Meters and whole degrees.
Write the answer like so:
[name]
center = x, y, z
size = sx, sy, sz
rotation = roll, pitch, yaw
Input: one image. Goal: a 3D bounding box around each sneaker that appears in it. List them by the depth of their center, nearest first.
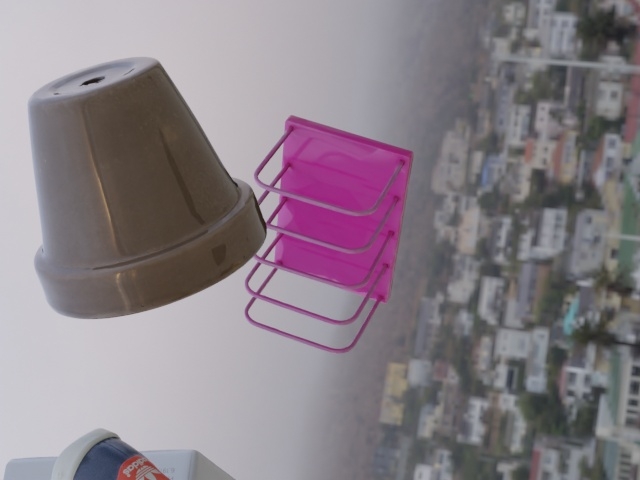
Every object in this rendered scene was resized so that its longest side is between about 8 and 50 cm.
[sneaker]
center = -0.238, 0.398, 1.362
size = 0.131, 0.148, 0.350
rotation = -34, -43, -48

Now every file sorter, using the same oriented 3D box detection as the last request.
[file sorter]
center = 0.000, 0.000, 1.745
size = 0.182, 0.202, 0.290
rotation = -56, -22, -48

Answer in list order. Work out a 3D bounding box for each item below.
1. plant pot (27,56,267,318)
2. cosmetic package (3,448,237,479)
[plant pot]
center = -0.211, -0.073, 1.269
size = 0.263, 0.263, 0.229
rotation = -55, -46, -58
[cosmetic package]
center = -0.283, 0.551, 1.713
size = 0.329, 0.327, 0.393
rotation = 56, -148, -55
